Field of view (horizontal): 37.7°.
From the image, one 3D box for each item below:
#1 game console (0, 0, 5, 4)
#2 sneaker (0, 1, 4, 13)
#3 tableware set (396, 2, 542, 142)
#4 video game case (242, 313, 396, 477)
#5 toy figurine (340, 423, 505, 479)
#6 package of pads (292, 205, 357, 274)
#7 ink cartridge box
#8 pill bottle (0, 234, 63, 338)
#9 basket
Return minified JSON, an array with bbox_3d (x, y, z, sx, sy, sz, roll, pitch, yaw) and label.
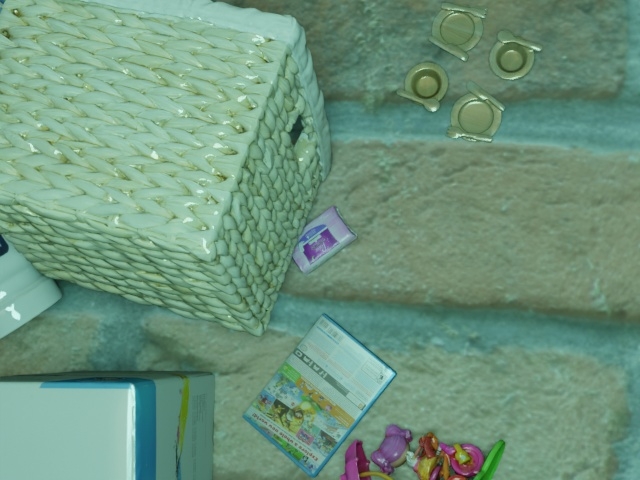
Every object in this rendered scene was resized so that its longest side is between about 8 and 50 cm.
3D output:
[{"bbox_3d":[-0.477,-0.223,1.288,0.386,0.060,0.342,21,88,14],"label":"game console"},{"bbox_3d":[-0.418,-0.233,1.210,0.085,0.086,0.237,-33,80,12],"label":"sneaker"},{"bbox_3d":[0.183,-0.211,1.172,0.141,0.020,0.169,29,89,13],"label":"tableware set"},{"bbox_3d":[-0.002,0.192,1.165,0.119,0.015,0.166,39,92,12],"label":"video game case"},{"bbox_3d":[0.107,0.273,1.096,0.159,0.130,0.173,25,67,22],"label":"toy figurine"},{"bbox_3d":[0.000,0.000,1.178,0.083,0.032,0.050,-36,75,5],"label":"package of pads"},{"bbox_3d":[-0.255,0.252,1.079,0.198,0.270,0.197,-1,85,11],"label":"ink cartridge box"},{"bbox_3d":[-0.450,-0.006,1.183,0.153,0.153,0.265,-31,97,7],"label":"pill bottle"},{"bbox_3d":[-0.189,-0.089,1.050,0.331,0.328,0.266,16,71,13],"label":"basket"}]
